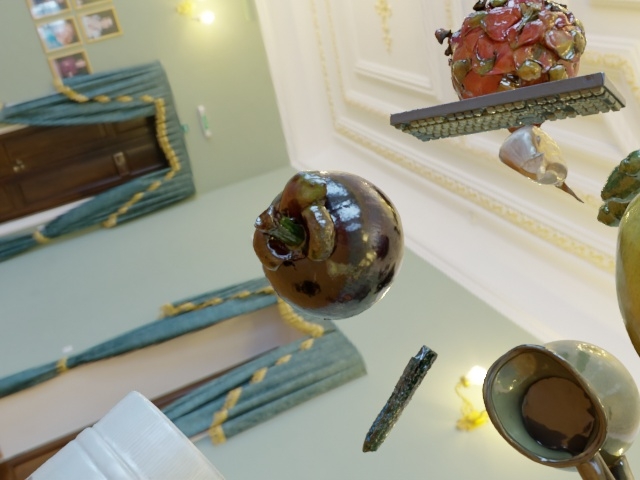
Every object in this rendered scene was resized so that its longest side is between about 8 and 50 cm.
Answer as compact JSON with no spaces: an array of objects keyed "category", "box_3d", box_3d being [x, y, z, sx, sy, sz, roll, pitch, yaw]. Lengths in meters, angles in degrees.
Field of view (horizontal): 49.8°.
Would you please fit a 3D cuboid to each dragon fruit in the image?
[{"category":"dragon fruit","box_3d":[0.421,-0.374,1.467,0.263,0.314,0.296,-98,-177,-82]}]

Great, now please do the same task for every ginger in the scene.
[{"category":"ginger","box_3d":[0.582,-0.100,1.278,0.089,0.137,0.290,52,6,20]}]

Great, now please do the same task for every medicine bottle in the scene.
[{"category":"medicine bottle","box_3d":[-0.286,0.352,0.825,0.190,0.332,0.190,39,-26,23]}]

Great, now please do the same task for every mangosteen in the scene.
[{"category":"mangosteen","box_3d":[0.000,0.000,1.008,0.265,0.228,0.228,21,33,-55]}]

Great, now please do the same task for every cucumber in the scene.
[{"category":"cucumber","box_3d":[0.161,0.330,1.428,0.043,0.257,0.044,28,-12,32]}]

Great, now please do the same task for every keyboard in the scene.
[{"category":"keyboard","box_3d":[0.142,-0.102,0.547,0.176,0.055,0.014,-4,-101,39]}]

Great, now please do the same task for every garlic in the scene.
[{"category":"garlic","box_3d":[0.399,-0.135,1.246,0.198,0.090,0.128,23,31,-49]}]

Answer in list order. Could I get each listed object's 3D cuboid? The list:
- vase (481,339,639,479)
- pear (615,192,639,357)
[{"category":"vase","box_3d":[0.456,0.334,1.217,0.302,0.241,0.329,13,44,-60]},{"category":"pear","box_3d":[0.501,0.066,0.826,0.304,0.304,0.304,57,-21,36]}]
